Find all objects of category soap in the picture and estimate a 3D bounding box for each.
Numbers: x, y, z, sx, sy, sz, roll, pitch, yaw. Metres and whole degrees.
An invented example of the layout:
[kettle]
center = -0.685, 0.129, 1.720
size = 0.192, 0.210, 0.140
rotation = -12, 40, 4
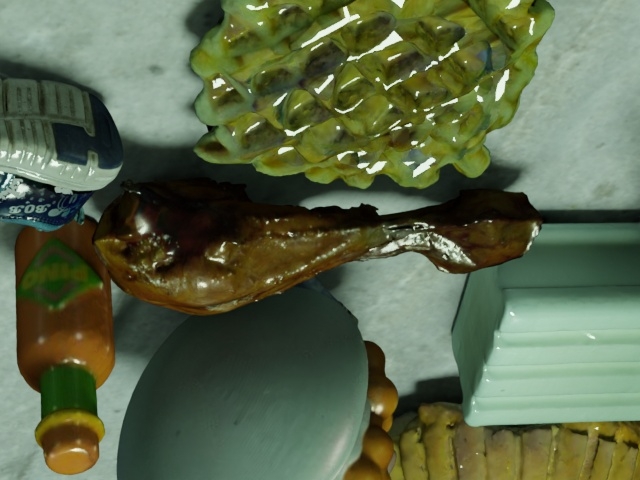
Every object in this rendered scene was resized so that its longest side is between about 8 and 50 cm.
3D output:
[soap]
center = 0.242, 0.061, 1.372
size = 0.265, 0.087, 0.160
rotation = -1, 143, -9

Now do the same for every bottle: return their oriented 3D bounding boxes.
[bottle]
center = -0.168, 0.070, 1.232
size = 0.069, 0.187, 0.069
rotation = -6, 141, -5

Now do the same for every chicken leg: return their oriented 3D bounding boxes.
[chicken leg]
center = 0.000, 0.000, 1.246
size = 0.304, 0.093, 0.113
rotation = -2, 178, -8

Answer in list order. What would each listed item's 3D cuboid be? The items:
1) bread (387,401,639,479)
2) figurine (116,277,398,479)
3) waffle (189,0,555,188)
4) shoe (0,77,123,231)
[bread]
center = 0.162, 0.230, 1.529
size = 0.274, 0.149, 0.274
rotation = -2, 147, -1
[figurine]
center = -0.039, 0.198, 1.391
size = 0.205, 0.224, 0.382
rotation = -5, 143, 1
[waffle]
center = 0.028, -0.102, 1.155
size = 0.223, 0.054, 0.204
rotation = 4, 141, -16
[shoe]
center = -0.228, -0.050, 1.144
size = 0.207, 0.091, 0.106
rotation = 11, 133, -28
